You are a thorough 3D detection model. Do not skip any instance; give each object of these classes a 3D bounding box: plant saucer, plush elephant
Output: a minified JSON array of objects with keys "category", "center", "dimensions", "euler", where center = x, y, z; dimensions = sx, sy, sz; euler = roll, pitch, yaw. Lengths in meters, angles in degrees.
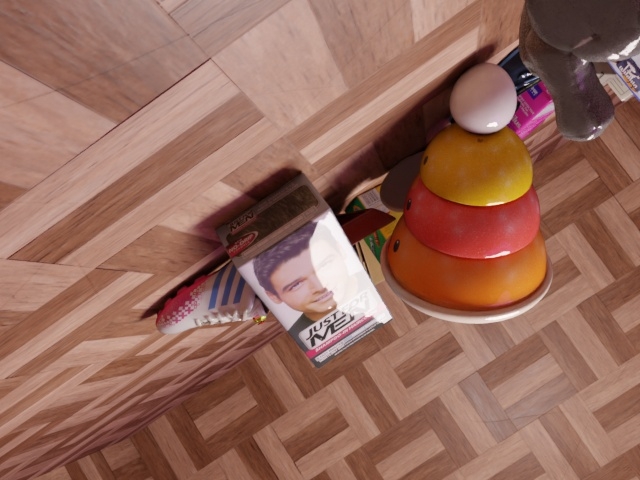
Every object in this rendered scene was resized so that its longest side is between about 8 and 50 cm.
[{"category":"plant saucer","center":[0.000,0.000,1.636],"dimensions":[0.258,0.048,0.259],"euler":[-30,-172,-23]},{"category":"plush elephant","center":[0.327,-0.310,0.804],"dimensions":[0.255,0.330,0.272],"euler":[-54,-166,-25]}]

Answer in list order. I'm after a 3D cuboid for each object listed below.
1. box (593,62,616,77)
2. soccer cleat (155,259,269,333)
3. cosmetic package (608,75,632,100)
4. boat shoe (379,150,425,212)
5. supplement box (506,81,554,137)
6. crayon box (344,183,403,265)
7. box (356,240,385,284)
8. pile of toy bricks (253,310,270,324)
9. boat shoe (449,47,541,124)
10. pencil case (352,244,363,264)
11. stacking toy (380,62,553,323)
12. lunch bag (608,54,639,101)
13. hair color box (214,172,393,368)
[{"category":"box","center":[0.588,-0.383,1.713],"dimensions":[0.113,0.094,0.275],"euler":[-41,168,33]},{"category":"soccer cleat","center":[-0.190,0.122,1.497],"dimensions":[0.331,0.143,0.116],"euler":[-37,169,16]},{"category":"cosmetic package","center":[0.827,-0.490,1.810],"dimensions":[0.296,0.153,0.129],"euler":[-37,172,31]},{"category":"boat shoe","center":[0.283,-0.156,1.727],"dimensions":[0.340,0.127,0.158],"euler":[-32,164,-9]},{"category":"supplement box","center":[0.419,-0.291,1.562],"dimensions":[0.114,0.111,0.220],"euler":[-27,168,-32]},{"category":"crayon box","center":[0.217,-0.075,1.810],"dimensions":[0.278,0.165,0.081],"euler":[-28,169,-31]},{"category":"box","center":[0.186,0.036,2.292],"dimensions":[0.021,0.165,0.201],"euler":[-15,-175,40]},{"category":"pile of toy bricks","center":[-0.162,0.154,1.779],"dimensions":[0.118,0.105,0.212],"euler":[-27,180,-29]},{"category":"boat shoe","center":[0.349,-0.279,1.453],"dimensions":[0.109,0.089,0.258],"euler":[-27,169,-35]},{"category":"pencil case","center":[0.077,0.084,2.279],"dimensions":[0.306,0.119,0.133],"euler":[-22,155,-48]},{"category":"stacking toy","center":[0.295,-0.115,1.422],"dimensions":[0.350,0.350,0.480],"euler":[-28,133,-32]},{"category":"lunch bag","center":[0.676,-0.369,1.384],"dimensions":[0.385,0.328,0.239],"euler":[-26,170,-48]},{"category":"hair color box","center":[-0.018,0.069,1.366],"dimensions":[0.185,0.114,0.374],"euler":[-34,138,-1]}]
